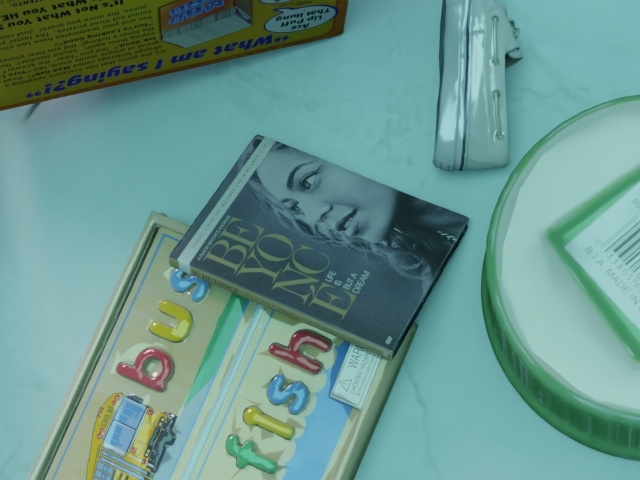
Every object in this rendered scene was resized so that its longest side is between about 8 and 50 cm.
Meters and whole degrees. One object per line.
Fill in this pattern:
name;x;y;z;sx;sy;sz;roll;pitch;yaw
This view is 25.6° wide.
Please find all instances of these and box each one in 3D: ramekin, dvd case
ramekin;0.278;0.026;1.160;0.303;0.148;0.303;-3;77;12
dvd case;0.000;0.000;1.258;0.221;0.018;0.164;22;56;17

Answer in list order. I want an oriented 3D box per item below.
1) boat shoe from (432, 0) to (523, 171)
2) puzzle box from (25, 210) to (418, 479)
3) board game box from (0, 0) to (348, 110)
boat shoe;0.146;-0.173;1.280;0.076;0.083;0.226;4;90;1
puzzle box;-0.115;0.205;1.257;0.272;0.052;0.409;21;83;17
board game box;-0.180;-0.366;1.197;0.356;0.356;0.356;-14;75;-8
